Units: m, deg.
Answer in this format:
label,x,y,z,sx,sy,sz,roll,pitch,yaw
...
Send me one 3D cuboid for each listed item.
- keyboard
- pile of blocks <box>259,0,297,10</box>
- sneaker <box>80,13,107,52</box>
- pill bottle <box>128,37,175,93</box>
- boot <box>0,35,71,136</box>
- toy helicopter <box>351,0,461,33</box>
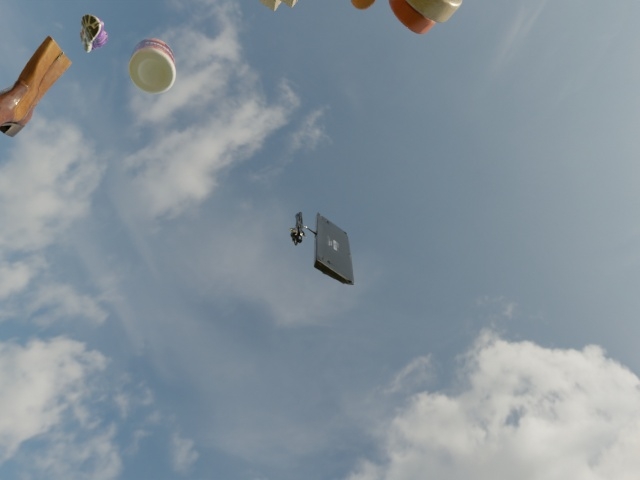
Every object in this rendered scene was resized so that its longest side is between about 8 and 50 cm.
label,x,y,z,sx,sy,sz,roll,pitch,yaw
keyboard,0.000,0.000,1.228,0.202,0.317,0.033,35,-71,-14
pile of blocks,-0.008,-0.677,1.019,0.113,0.149,0.362,32,-57,-4
sneaker,-0.660,-0.614,1.350,0.170,0.071,0.068,-1,-68,57
pill bottle,-0.338,-0.358,0.929,0.086,0.152,0.086,-9,-55,-13
boot,-0.772,-0.407,1.192,0.096,0.264,0.280,37,-95,-5
toy helicopter,0.061,-0.444,0.629,0.355,0.235,0.140,49,-45,-3
